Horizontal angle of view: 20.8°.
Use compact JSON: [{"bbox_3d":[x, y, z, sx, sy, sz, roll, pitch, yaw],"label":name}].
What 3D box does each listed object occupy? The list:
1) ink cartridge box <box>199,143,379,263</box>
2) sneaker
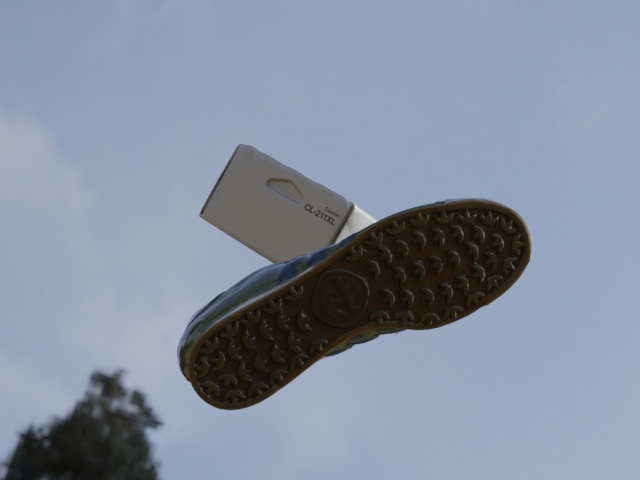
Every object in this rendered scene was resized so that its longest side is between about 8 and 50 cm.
[{"bbox_3d":[0.000,0.000,1.442,0.127,0.072,0.175,30,-1,32],"label":"ink cartridge box"},{"bbox_3d":[0.010,0.025,0.918,0.064,0.192,0.086,68,-12,-12],"label":"sneaker"}]
